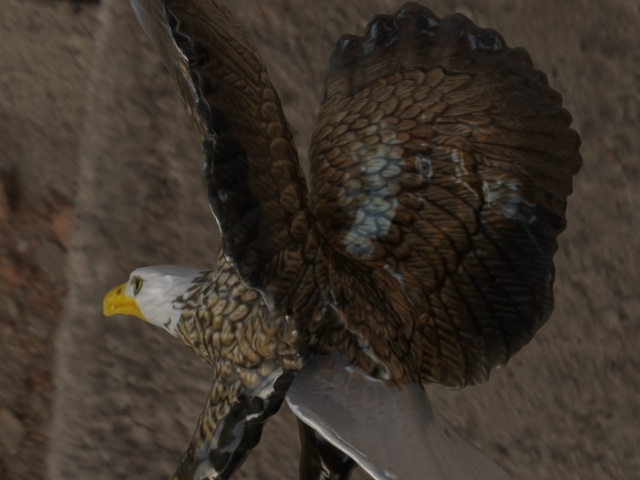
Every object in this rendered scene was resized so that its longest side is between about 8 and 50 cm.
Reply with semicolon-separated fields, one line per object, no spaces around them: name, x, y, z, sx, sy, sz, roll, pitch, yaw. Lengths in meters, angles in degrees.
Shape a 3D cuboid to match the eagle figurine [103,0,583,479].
eagle figurine;-0.010;-0.001;0.844;0.225;0.226;0.298;9;78;9
